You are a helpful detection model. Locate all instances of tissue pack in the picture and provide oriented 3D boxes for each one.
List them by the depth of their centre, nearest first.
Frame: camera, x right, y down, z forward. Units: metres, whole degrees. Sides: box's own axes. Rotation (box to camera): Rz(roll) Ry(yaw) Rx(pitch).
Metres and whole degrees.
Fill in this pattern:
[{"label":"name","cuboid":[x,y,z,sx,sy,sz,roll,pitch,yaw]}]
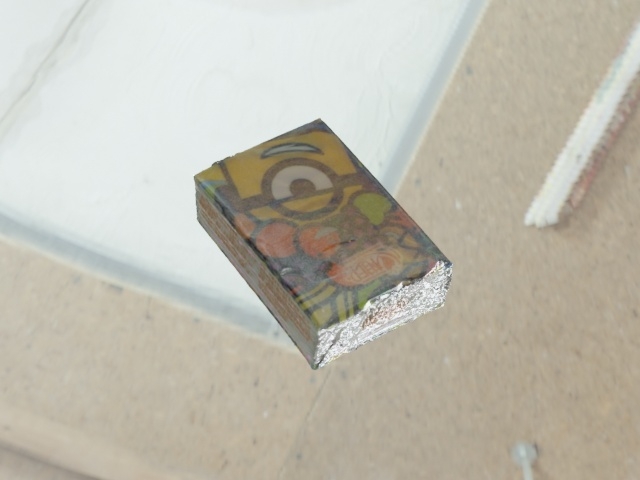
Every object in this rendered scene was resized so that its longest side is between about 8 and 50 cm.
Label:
[{"label":"tissue pack","cuboid":[0.000,0.000,1.005,0.108,0.148,0.060,-27,-31,-25]}]
